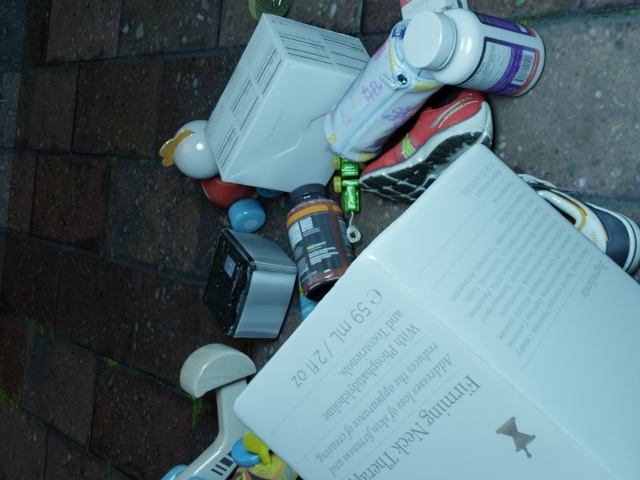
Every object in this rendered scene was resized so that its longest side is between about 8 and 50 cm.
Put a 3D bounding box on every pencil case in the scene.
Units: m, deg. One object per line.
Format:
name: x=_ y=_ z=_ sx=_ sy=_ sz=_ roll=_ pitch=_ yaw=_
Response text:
pencil case: x=0.104 y=-0.226 z=1.639 sx=0.273 sy=0.113 sz=0.124 roll=-44 pitch=23 yaw=57

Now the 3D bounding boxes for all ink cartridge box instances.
ink cartridge box: x=0.183 y=-0.349 z=1.658 sx=0.099 sy=0.056 sz=0.135 roll=-27 pitch=66 yaw=51

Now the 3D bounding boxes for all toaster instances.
toaster: x=-0.136 y=0.086 z=1.994 sx=0.186 sy=0.110 sz=0.168 roll=43 pitch=122 yaw=55

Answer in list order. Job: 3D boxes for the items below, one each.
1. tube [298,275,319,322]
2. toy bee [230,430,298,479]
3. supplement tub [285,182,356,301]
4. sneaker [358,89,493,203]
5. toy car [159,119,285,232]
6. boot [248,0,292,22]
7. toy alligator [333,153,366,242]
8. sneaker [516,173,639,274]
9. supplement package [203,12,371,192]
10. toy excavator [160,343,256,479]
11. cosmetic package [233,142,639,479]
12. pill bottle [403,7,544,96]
tube: x=-0.009 y=0.129 z=1.887 sx=0.080 sy=0.052 sz=0.207 roll=-31 pitch=55 yaw=43
toy bee: x=-0.073 y=0.379 z=1.840 sx=0.162 sy=0.195 sz=0.298 roll=-7 pitch=53 yaw=23
supplement tub: x=0.000 y=0.000 z=1.833 sx=0.106 sy=0.106 sz=0.197 roll=-40 pitch=56 yaw=45
sneaker: x=0.169 y=-0.146 z=1.648 sx=0.279 sy=0.107 sz=0.118 roll=-28 pitch=46 yaw=46
toy car: x=-0.214 y=-0.156 z=2.027 sx=0.210 sy=0.238 sz=0.219 roll=-52 pitch=48 yaw=37
boot: x=-0.147 y=-0.547 z=2.110 sx=0.269 sy=0.089 sz=0.236 roll=14 pitch=88 yaw=53
toy alligator: x=0.055 y=-0.091 z=1.819 sx=0.051 sy=0.056 sz=0.189 roll=-2 pitch=-90 yaw=-83
sneaker: x=0.279 y=-0.026 z=1.441 sx=0.321 sy=0.127 sz=0.126 roll=17 pitch=102 yaw=54
supplement package: x=-0.049 y=-0.230 z=1.830 sx=0.262 sy=0.204 sz=0.145 roll=-57 pitch=40 yaw=33
toy excavator: x=-0.219 y=0.478 z=1.993 sx=0.445 sy=0.433 sz=0.222 roll=-45 pitch=26 yaw=-18
cosmetic package: x=0.184 y=0.167 z=1.248 sx=0.394 sy=0.327 sz=0.329 roll=42 pitch=129 yaw=5
pill bottle: x=0.216 y=-0.269 z=1.490 sx=0.108 sy=0.193 sz=0.108 roll=-9 pitch=79 yaw=53
